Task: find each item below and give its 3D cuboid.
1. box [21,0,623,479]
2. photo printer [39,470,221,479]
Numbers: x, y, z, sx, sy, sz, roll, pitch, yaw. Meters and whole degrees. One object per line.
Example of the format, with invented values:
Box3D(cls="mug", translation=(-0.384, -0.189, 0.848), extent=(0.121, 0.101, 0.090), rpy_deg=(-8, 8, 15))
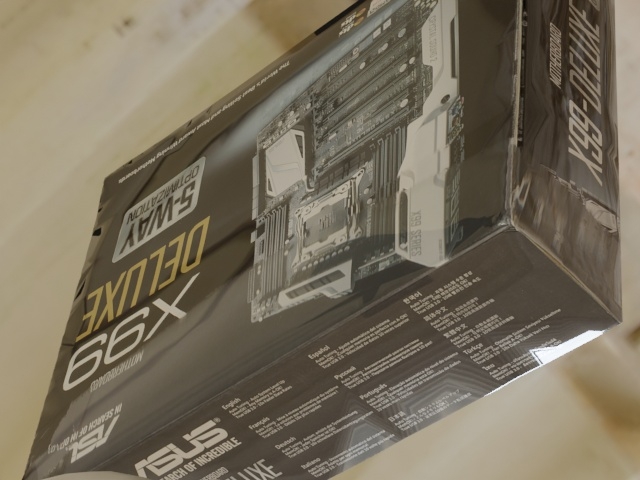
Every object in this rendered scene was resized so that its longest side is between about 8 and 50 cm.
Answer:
Box3D(cls="box", translation=(0.000, 0.000, 0.852), extent=(0.076, 0.307, 0.242), rpy_deg=(40, -143, -26))
Box3D(cls="photo printer", translation=(0.041, 0.199, 0.280), extent=(0.307, 0.107, 0.256), rpy_deg=(22, 126, 51))
